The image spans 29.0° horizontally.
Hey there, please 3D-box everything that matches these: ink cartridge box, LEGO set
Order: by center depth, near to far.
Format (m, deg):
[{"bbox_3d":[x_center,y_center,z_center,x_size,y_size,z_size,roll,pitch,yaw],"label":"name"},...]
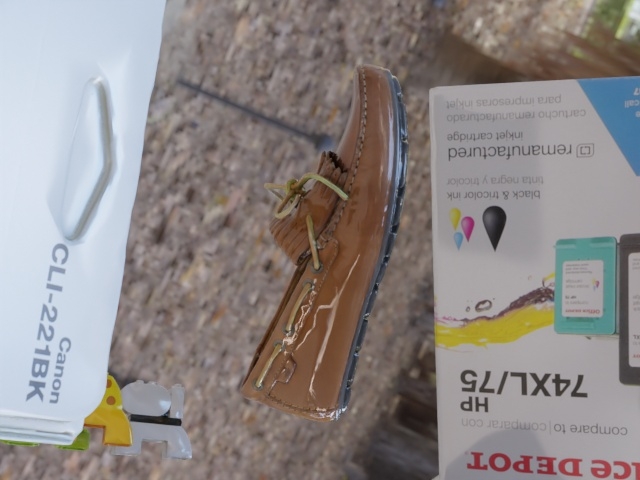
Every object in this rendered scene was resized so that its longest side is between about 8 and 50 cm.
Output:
[{"bbox_3d":[-0.209,-0.038,0.478,0.114,0.273,0.197,22,74,-58],"label":"ink cartridge box"},{"bbox_3d":[0.195,0.030,0.838,0.197,0.198,0.270,-11,100,-68],"label":"ink cartridge box"},{"bbox_3d":[-0.191,0.093,0.855,0.087,0.227,0.093,142,-46,-67],"label":"LEGO set"}]

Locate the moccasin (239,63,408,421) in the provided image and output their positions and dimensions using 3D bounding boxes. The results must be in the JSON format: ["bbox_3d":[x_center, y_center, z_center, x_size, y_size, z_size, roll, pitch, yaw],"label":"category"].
[{"bbox_3d":[0.000,-0.001,1.298,0.139,0.147,0.380,-79,-175,-73],"label":"moccasin"}]

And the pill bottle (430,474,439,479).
[{"bbox_3d":[0.260,0.234,1.280,0.278,0.162,0.162,-35,175,11],"label":"pill bottle"}]
